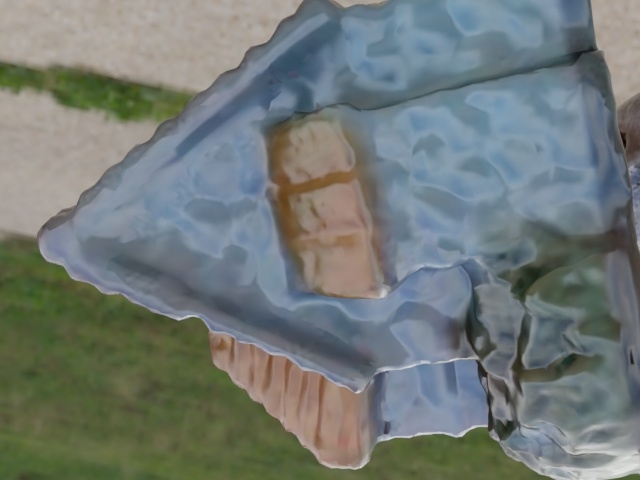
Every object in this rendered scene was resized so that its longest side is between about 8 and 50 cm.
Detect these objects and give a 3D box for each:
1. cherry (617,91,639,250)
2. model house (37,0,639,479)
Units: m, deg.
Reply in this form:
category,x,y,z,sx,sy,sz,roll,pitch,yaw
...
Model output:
category,x,y,z,sx,sy,sz,roll,pitch,yaw
cherry,0.333,-0.062,1.444,0.195,0.195,0.195,11,174,1
model house,0.000,0.000,0.963,0.339,0.297,0.360,-7,-173,4
